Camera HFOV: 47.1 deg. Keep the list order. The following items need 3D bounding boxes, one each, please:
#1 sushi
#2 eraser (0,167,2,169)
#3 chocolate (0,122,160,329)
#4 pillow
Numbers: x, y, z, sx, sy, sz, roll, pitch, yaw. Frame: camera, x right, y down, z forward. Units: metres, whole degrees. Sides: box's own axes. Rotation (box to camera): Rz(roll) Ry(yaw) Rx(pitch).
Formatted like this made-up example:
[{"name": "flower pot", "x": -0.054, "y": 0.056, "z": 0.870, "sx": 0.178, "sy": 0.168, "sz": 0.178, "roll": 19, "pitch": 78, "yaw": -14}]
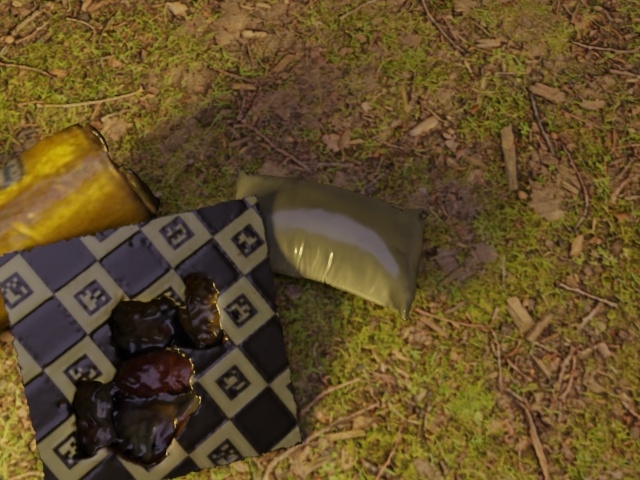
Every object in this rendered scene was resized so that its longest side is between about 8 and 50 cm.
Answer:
[{"name": "sushi", "x": -0.187, "y": 0.119, "z": 0.834, "sx": 0.294, "sy": 0.059, "sz": 0.292, "roll": -12, "pitch": 86, "yaw": -15}, {"name": "eraser", "x": -0.453, "y": -0.062, "z": 0.930, "sx": 0.105, "sy": 0.026, "sz": 0.065, "roll": 1, "pitch": 63, "yaw": -23}, {"name": "chocolate", "x": -0.401, "y": 0.044, "z": 0.833, "sx": 0.445, "sy": 0.162, "sz": 0.162, "roll": -38, "pitch": 72, "yaw": -13}, {"name": "pillow", "x": -0.001, "y": 0.001, "z": 0.891, "sx": 0.254, "sy": 0.078, "sz": 0.144, "roll": 13, "pitch": 77, "yaw": 7}]
